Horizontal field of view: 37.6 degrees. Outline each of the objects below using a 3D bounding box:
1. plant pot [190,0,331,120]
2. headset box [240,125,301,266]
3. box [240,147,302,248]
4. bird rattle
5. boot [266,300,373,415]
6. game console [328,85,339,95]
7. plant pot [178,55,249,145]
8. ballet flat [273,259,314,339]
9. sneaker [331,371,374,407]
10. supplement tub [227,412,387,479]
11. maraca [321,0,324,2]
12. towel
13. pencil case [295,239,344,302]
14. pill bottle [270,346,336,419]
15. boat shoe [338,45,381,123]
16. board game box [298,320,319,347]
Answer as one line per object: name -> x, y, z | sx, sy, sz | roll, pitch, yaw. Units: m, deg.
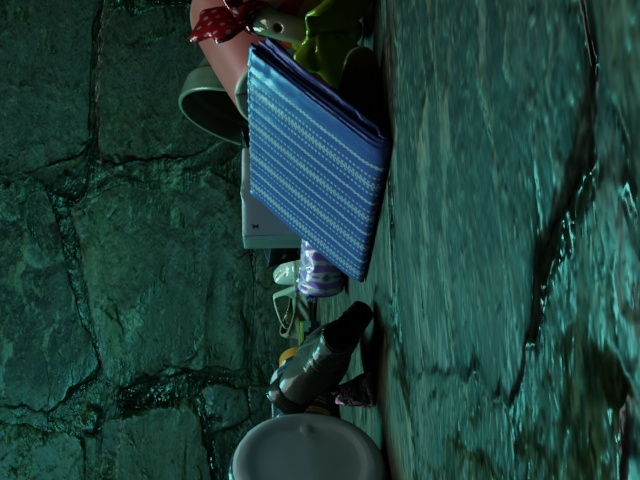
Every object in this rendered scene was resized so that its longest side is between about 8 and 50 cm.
plant pot -> -0.087, -0.360, 1.754 | 0.275, 0.275, 0.243 | 95, 161, -50
headset box -> -0.083, -0.092, 2.085 | 0.246, 0.131, 0.283 | 107, 149, -74
box -> -0.065, -0.083, 1.860 | 0.119, 0.182, 0.180 | 101, 167, -77
bird rattle -> -0.044, -0.298, 1.324 | 0.207, 0.254, 0.143 | -32, -51, -66
boot -> 0.027, 0.147, 1.344 | 0.161, 0.083, 0.246 | -50, -4, 26
game console -> -0.003, -0.229, 1.434 | 0.122, 0.071, 0.107 | 106, 164, -74
plant pot -> -0.133, -0.394, 2.172 | 0.323, 0.323, 0.280 | 106, 179, -74
ballet flat -> -0.064, 0.118, 2.320 | 0.107, 0.106, 0.315 | -100, 11, -62
sneaker -> 0.045, 0.216, 1.339 | 0.119, 0.057, 0.047 | 105, 166, -68
supplement tub -> -0.022, 0.419, 1.272 | 0.207, 0.207, 0.337 | -98, 8, -57
maraca -> 0.004, -0.442, 1.521 | 0.127, 0.099, 0.185 | 128, 167, -74
towel -> -0.009, -0.102, 1.302 | 0.243, 0.040, 0.336 | 41, 154, 20
pencil case -> 0.000, 0.000, 1.648 | 0.086, 0.088, 0.206 | -22, -63, -62
pill bottle -> -0.035, 0.329, 1.874 | 0.245, 0.131, 0.130 | -97, 7, -48
boat shoe -> 0.050, -0.187, 1.238 | 0.048, 0.056, 0.153 | -106, 8, -55
board game box -> -0.027, 0.294, 2.268 | 0.170, 0.048, 0.141 | 96, 174, -58
